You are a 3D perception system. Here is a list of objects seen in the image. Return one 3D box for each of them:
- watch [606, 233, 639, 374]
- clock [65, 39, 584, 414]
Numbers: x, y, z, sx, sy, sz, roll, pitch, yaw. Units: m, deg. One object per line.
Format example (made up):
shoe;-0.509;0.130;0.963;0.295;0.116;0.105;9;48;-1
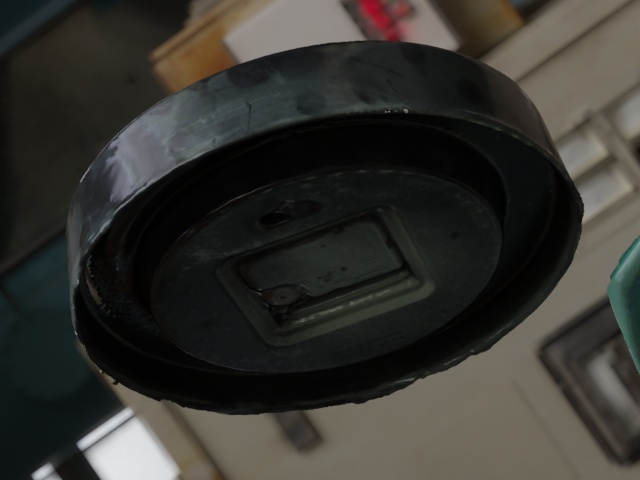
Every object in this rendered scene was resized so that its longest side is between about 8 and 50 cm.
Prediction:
watch;0.296;0.034;1.269;0.195;0.237;0.068;37;-159;7
clock;0.000;0.000;1.432;0.386;0.386;0.076;44;-155;-52
